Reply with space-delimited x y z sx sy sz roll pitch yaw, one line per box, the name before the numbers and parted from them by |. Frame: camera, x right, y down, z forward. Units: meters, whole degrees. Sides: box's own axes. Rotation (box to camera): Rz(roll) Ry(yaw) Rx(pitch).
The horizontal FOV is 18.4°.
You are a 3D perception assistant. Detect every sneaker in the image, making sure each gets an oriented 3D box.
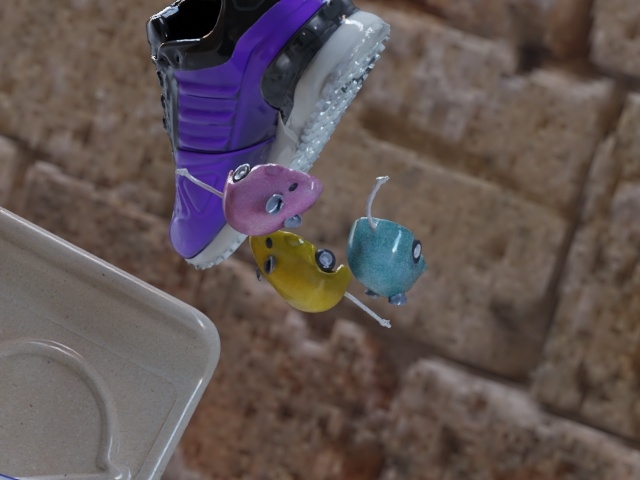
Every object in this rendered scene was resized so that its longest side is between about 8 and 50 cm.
sneaker | -0.066 -0.103 1.394 0.146 0.293 0.102 39 49 3

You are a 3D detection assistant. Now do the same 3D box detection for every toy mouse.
toy mouse | 0.000 0.000 1.053 0.161 0.031 0.143 33 -27 -14

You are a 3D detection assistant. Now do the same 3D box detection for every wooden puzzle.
wooden puzzle | -0.275 0.138 1.215 0.322 0.348 0.080 28 -17 -3

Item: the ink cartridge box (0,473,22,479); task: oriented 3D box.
ink cartridge box | 0.046 0.194 0.693 0.307 0.072 0.303 23 -8 22
